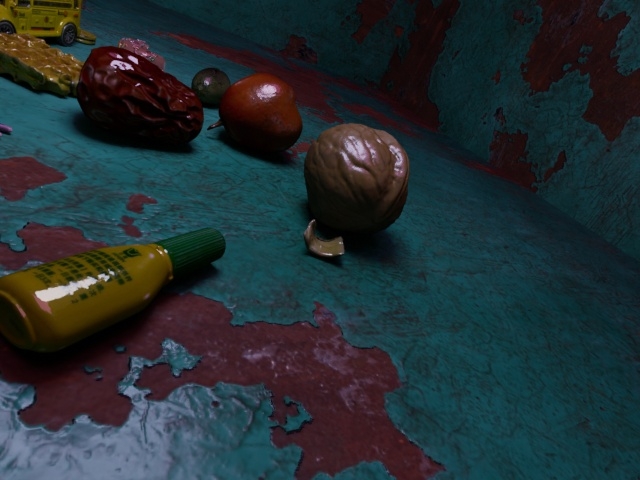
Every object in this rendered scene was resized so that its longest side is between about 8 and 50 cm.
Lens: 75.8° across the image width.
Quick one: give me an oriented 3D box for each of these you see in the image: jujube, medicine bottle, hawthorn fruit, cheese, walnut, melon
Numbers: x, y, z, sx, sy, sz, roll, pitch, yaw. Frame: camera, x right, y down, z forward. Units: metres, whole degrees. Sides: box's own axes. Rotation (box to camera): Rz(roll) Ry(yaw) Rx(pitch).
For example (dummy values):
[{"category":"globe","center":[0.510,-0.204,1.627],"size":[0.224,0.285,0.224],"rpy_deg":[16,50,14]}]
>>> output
[{"category":"jujube","center":[-0.341,-0.269,0.794],"size":[0.230,0.155,0.155],"rpy_deg":[8,31,-42]},{"category":"medicine bottle","center":[-0.204,0.035,0.457],"size":[0.095,0.064,0.260],"rpy_deg":[29,27,18]},{"category":"hawthorn fruit","center":[-0.164,-0.297,0.989],"size":[0.225,0.197,0.196],"rpy_deg":[-19,45,-21]},{"category":"cheese","center":[-0.002,0.000,0.719],"size":[0.084,0.041,0.060],"rpy_deg":[32,31,-22]},{"category":"walnut","center":[0.070,-0.115,0.809],"size":[0.228,0.228,0.228],"rpy_deg":[20,28,-11]},{"category":"melon","center":[-0.311,-0.437,1.168],"size":[0.099,0.099,0.162],"rpy_deg":[22,29,-7]}]

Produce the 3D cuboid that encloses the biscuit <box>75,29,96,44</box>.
[{"category":"biscuit","center":[-0.700,-0.597,1.197],"size":[0.084,0.023,0.084],"rpy_deg":[20,27,-11]}]

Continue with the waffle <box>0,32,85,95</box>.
[{"category":"waffle","center":[-0.573,-0.361,0.853],"size":[0.210,0.055,0.160],"rpy_deg":[25,28,-1]}]

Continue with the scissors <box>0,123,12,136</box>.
[{"category":"scissors","center":[-0.532,-0.181,0.616],"size":[0.113,0.012,0.039],"rpy_deg":[18,28,-15]}]

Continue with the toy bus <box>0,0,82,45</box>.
[{"category":"toy bus","center":[-0.722,-0.559,0.972],"size":[0.144,0.152,0.330],"rpy_deg":[24,27,-5]}]

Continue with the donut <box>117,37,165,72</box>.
[{"category":"donut","center":[-0.531,-0.536,1.191],"size":[0.166,0.065,0.117],"rpy_deg":[35,28,22]}]
